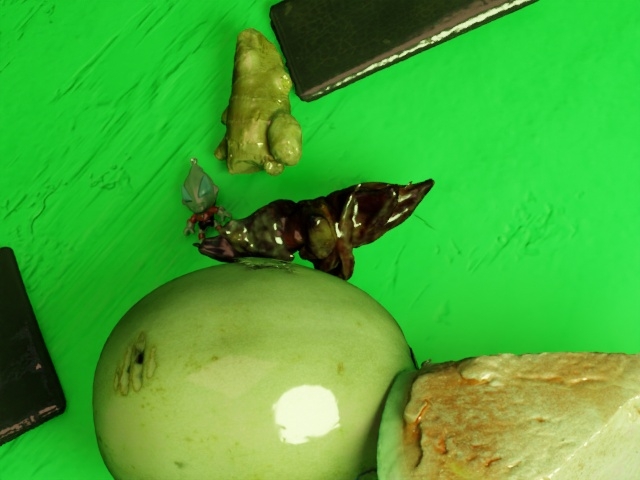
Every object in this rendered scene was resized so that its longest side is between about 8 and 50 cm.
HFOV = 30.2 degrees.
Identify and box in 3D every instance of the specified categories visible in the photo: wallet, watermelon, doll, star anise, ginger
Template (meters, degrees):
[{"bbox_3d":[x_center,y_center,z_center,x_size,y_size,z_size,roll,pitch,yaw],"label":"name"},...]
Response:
[{"bbox_3d":[0.098,-0.291,1.475,0.321,0.044,0.170,-24,59,7],"label":"wallet"},{"bbox_3d":[0.202,0.200,1.081,0.319,0.292,0.222,-47,44,-6],"label":"watermelon"},{"bbox_3d":[-0.145,-0.050,1.427,0.057,0.039,0.114,-33,65,38],"label":"doll"},{"bbox_3d":[-0.391,0.126,1.419,0.124,0.025,0.244,-27,59,2],"label":"wallet"},{"bbox_3d":[0.000,0.000,1.273,0.271,0.272,0.103,-15,89,9],"label":"star anise"},{"bbox_3d":[-0.077,-0.152,1.438,0.081,0.115,0.205,6,52,-25],"label":"ginger"}]

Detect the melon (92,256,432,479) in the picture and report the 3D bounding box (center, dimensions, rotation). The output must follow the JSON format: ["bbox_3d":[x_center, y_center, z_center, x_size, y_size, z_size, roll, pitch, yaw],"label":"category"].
[{"bbox_3d":[-0.054,0.148,1.164,0.330,0.268,0.269,-4,62,2],"label":"melon"}]
